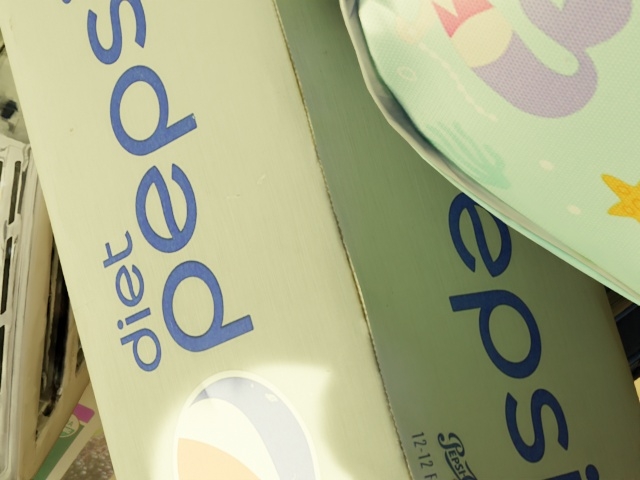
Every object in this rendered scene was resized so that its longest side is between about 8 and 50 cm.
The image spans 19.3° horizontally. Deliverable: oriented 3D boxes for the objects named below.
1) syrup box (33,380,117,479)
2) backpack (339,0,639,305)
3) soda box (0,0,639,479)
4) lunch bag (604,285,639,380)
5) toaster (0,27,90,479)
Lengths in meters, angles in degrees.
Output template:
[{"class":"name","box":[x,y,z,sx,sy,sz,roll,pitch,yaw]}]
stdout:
[{"class":"syrup box","box":[-0.122,0.145,0.767,0.093,0.096,0.237,22,137,13]},{"class":"backpack","box":[0.105,-0.095,0.355,0.253,0.191,0.225,38,139,3]},{"class":"soda box","box":[0.000,0.000,0.459,0.098,0.091,0.286,-25,77,42]},{"class":"lunch bag","box":[0.066,0.016,0.537,0.067,0.098,0.065,-29,91,46]},{"class":"toaster","box":[-0.144,-0.014,0.599,0.146,0.129,0.227,13,120,6]}]
